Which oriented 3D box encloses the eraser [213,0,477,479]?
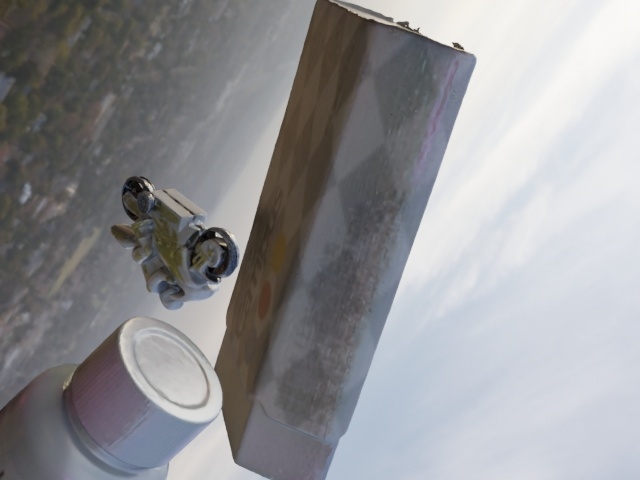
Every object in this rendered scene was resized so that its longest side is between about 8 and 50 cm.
[{"bbox_3d":[0.000,-0.001,0.736,0.213,0.082,0.397,-122,-134,-64],"label":"eraser"}]

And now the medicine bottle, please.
[{"bbox_3d":[-0.163,0.146,0.457,0.260,0.095,0.095,-41,-169,18],"label":"medicine bottle"}]

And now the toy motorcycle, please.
[{"bbox_3d":[-0.189,0.013,1.056,0.074,0.228,0.151,-16,127,-48],"label":"toy motorcycle"}]
